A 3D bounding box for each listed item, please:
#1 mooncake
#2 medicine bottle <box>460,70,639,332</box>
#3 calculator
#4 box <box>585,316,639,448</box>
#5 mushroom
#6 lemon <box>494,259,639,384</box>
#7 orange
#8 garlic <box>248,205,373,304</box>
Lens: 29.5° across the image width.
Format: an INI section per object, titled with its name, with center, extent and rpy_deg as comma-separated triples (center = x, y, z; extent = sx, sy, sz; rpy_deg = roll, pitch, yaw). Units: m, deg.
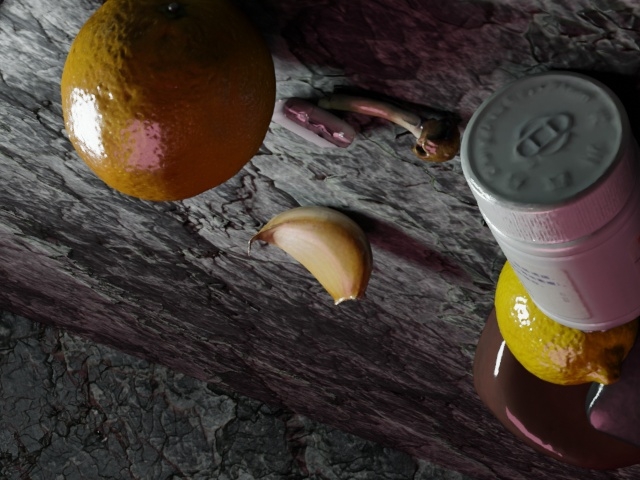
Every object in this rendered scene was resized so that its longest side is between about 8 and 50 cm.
[mooncake]
center = 0.391, 0.179, 1.832
extent = 0.326, 0.334, 0.174
rpy_deg = -14, -175, -2
[medicine bottle]
center = 0.292, -0.039, 1.417
extent = 0.190, 0.190, 0.332
rpy_deg = 9, 159, 27
[calculator]
center = -0.013, -0.152, 1.582
extent = 0.100, 0.032, 0.175
rpy_deg = 28, 179, -13
[box]
center = 0.549, 0.183, 1.697
extent = 0.289, 0.290, 0.073
rpy_deg = 22, -159, -9
[mushroom]
center = 0.089, -0.150, 1.529
extent = 0.187, 0.060, 0.061
rpy_deg = 24, 178, 12
[lemon]
center = 0.330, 0.092, 1.643
extent = 0.187, 0.244, 0.187
rpy_deg = -17, 146, -12
[orange]
center = -0.176, -0.176, 1.420
extent = 0.264, 0.264, 0.264
rpy_deg = 17, 161, 6
[garlic]
center = -0.003, 0.000, 1.950
extent = 0.207, 0.128, 0.115
rpy_deg = 31, -160, -15
